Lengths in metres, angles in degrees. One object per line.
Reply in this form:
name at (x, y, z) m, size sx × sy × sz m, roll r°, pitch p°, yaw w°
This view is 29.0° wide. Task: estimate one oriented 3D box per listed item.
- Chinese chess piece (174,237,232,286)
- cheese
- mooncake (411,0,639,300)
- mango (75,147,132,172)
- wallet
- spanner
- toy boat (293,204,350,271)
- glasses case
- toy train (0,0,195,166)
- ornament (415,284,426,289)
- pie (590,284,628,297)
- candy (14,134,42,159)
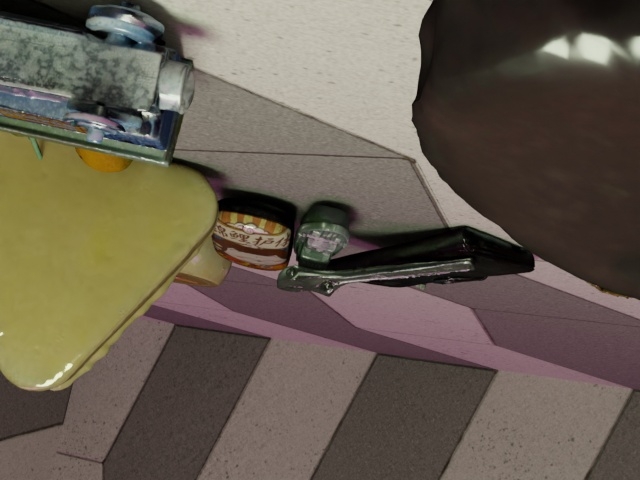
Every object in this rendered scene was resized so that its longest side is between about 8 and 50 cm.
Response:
Chinese chess piece at (-0.280, 0.014, 2.211) m, size 0.251 × 0.097 × 0.251 m, roll 11°, pitch 171°, yaw 2°
cheese at (-0.355, 0.035, 1.704) m, size 0.384 × 0.384 × 0.104 m, roll 12°, pitch 175°, yaw -3°
mooncake at (0.236, -0.099, 0.680) m, size 0.381 × 0.212 × 0.351 m, roll 7°, pitch 165°, yaw 38°
mango at (-0.276, -0.122, 1.575) m, size 0.079 × 0.057 × 0.114 m, roll 20°, pitch 166°, yaw -2°
wallet at (0.165, 0.037, 1.891) m, size 0.172 × 0.045 × 0.318 m, roll 15°, pitch 163°, yaw -38°
spanner at (0.077, 0.048, 1.825) m, size 0.325 × 0.026 × 0.093 m, roll -8°, pitch 154°, yaw 29°
toy boat at (0.000, 0.000, 1.843) m, size 0.078 × 0.085 × 0.260 m, roll 13°, pitch 170°, yaw -5°
glasses case at (-0.104, -0.007, 1.935) m, size 0.122 × 0.082 × 0.321 m, roll 15°, pitch 170°, yaw 1°
toy train at (-0.263, -0.164, 1.170) m, size 0.300 × 0.131 × 0.202 m, roll 13°, pitch 177°, yaw -1°
ornament at (0.135, 0.045, 2.071) m, size 0.092 × 0.041 × 0.068 m, roll 18°, pitch 167°, yaw 22°
pie at (0.471, 0.054, 1.695) m, size 0.274 × 0.055 × 0.274 m, roll 11°, pitch 175°, yaw 1°
candy at (-0.369, -0.137, 1.567) m, size 0.061 × 0.061 × 0.202 m, roll 12°, pitch 165°, yaw -3°
